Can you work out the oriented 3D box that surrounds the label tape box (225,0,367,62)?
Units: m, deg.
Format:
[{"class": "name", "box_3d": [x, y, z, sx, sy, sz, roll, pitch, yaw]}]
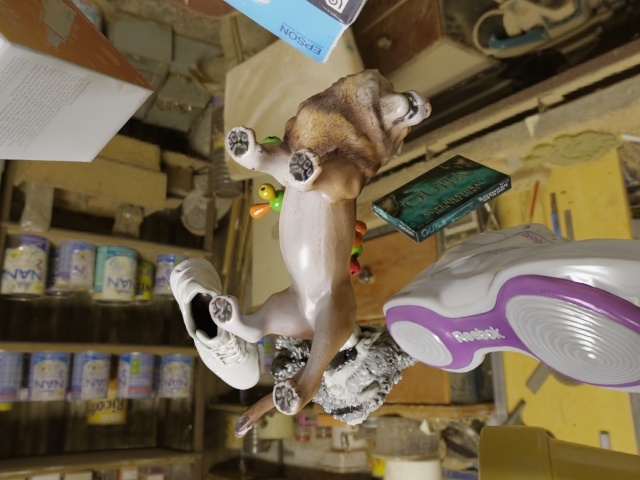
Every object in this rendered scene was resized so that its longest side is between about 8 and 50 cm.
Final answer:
[{"class": "label tape box", "box_3d": [-0.019, -0.342, 0.446, 0.249, 0.115, 0.347, 32, 154, -7]}]

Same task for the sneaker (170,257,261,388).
[{"class": "sneaker", "box_3d": [-0.156, 0.145, 0.834, 0.090, 0.232, 0.115, -29, -158, -5]}]

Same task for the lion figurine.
[{"class": "lion figurine", "box_3d": [0.000, 0.000, 0.618, 0.142, 0.392, 0.240, 17, -169, 24]}]

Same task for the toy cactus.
[{"class": "toy cactus", "box_3d": [-0.005, -0.067, 0.786, 0.219, 0.180, 0.112, 42, 127, -17]}]

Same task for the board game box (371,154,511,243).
[{"class": "board game box", "box_3d": [0.191, -0.072, 0.891, 0.186, 0.026, 0.126, -30, -144, -16]}]

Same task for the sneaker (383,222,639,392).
[{"class": "sneaker", "box_3d": [0.176, 0.027, 0.434, 0.152, 0.114, 0.305, -43, -164, -27]}]

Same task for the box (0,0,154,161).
[{"class": "box", "box_3d": [-0.412, -0.237, 0.726, 0.168, 0.215, 0.345, -43, 180, 10]}]

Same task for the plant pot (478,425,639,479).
[{"class": "plant pot", "box_3d": [0.331, 0.357, 0.681, 0.239, 0.254, 0.254, -8, 164, 19]}]

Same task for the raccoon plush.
[{"class": "raccoon plush", "box_3d": [0.108, 0.293, 1.185, 0.299, 0.216, 0.446, 16, 159, 42]}]
